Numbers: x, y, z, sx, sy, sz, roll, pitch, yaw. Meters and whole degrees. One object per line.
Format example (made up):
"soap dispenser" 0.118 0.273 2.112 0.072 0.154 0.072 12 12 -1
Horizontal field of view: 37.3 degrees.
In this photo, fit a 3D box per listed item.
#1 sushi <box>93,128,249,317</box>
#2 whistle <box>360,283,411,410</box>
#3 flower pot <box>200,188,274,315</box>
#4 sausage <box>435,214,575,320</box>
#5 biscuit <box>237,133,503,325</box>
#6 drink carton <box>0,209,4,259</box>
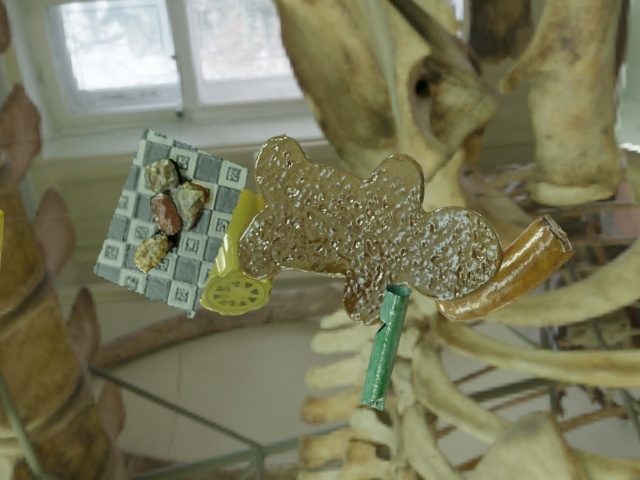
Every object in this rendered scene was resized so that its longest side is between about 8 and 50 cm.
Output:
"sushi" -0.183 -0.016 1.126 0.031 0.139 0.201 -67 -1 -79
"whistle" 0.089 0.151 1.321 0.039 0.039 0.186 -92 11 -68
"flower pot" -0.161 0.031 1.739 0.195 0.195 0.179 84 177 -50
"sausage" 0.333 0.064 1.731 0.109 0.270 0.109 46 -158 -25
"biscuit" 0.079 -0.005 1.527 0.064 0.432 0.283 36 -113 -73
"drink carton" -0.724 0.067 1.881 0.154 0.111 0.351 -51 -8 -41
